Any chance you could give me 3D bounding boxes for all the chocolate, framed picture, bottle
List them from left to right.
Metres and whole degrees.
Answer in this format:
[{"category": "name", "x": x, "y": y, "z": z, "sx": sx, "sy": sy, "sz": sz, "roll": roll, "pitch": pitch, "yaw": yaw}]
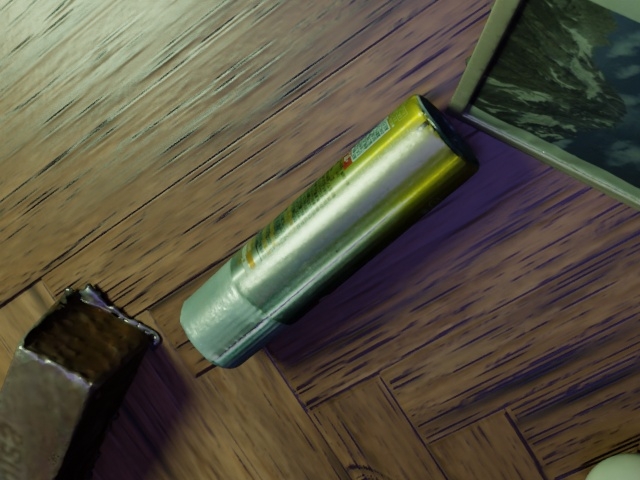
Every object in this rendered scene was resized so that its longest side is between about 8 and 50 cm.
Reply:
[{"category": "chocolate", "x": -0.282, "y": 0.205, "z": 0.761, "sx": 0.111, "sy": 0.112, "sz": 0.321, "roll": 29, "pitch": 109, "yaw": 2}, {"category": "bottle", "x": 0.000, "y": 0.000, "z": 0.653, "sx": 0.286, "sy": 0.082, "sz": 0.082, "roll": -40, "pitch": 92, "yaw": 20}, {"category": "framed picture", "x": 0.193, "y": -0.089, "z": 0.493, "sx": 0.208, "sy": 0.281, "sz": 0.019, "roll": 28, "pitch": 82, "yaw": 7}]

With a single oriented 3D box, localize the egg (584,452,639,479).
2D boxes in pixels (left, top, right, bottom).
[{"category": "egg", "x": 0.281, "y": 0.235, "z": 0.635, "sx": 0.135, "sy": 0.103, "sz": 0.103, "roll": 39, "pitch": 110, "yaw": 3}]
